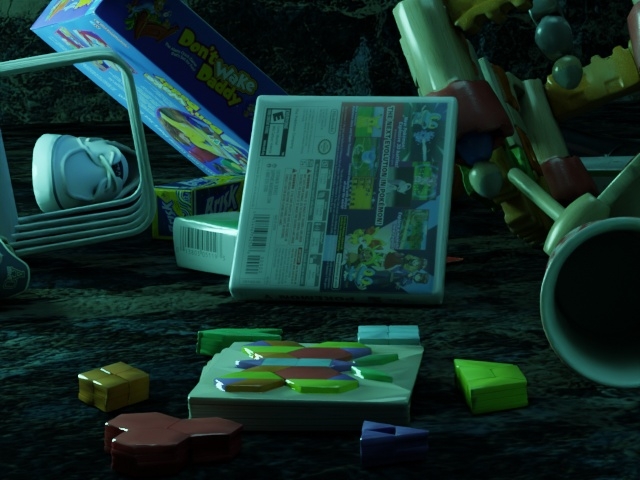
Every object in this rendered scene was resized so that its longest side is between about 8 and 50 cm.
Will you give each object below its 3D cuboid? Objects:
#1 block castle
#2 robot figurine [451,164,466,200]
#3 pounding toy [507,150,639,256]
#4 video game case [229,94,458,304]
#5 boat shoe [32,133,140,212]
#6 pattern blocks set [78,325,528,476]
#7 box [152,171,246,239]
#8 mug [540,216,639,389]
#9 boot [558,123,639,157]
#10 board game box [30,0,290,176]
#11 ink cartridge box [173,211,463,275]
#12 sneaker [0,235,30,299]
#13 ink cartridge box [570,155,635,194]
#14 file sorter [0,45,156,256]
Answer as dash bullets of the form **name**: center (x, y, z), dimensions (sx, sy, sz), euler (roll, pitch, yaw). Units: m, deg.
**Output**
- **block castle**: center (0.279, -0.140, 1.702), dimensions (0.303, 0.212, 0.453), euler (-23, -16, 17)
- **robot figurine**: center (0.101, -0.102, 2.076), dimensions (0.219, 0.128, 0.158), euler (-5, -30, -27)
- **pounding toy**: center (0.272, -0.060, 1.481), dimensions (0.155, 0.154, 0.269), euler (45, 18, 8)
- **video game case**: center (0.023, -0.039, 1.480), dimensions (0.183, 0.201, 0.023), euler (1, -29, 11)
- **boat shoe**: center (-0.282, -0.083, 2.096), dimensions (0.088, 0.096, 0.267), euler (-4, -1, 9)
- **pattern blocks set**: center (-0.011, 0.091, 1.087), dimensions (0.285, 0.026, 0.325), euler (-1, 8, -9)
- **box**: center (-0.120, -0.039, 1.866), dimensions (0.054, 0.059, 0.169), euler (4, 9, 26)
- **mug**: center (0.218, 0.050, 1.194), dimensions (0.113, 0.150, 0.169), euler (-36, 1, 6)
- **boot**: center (0.373, -0.098, 2.138), dimensions (0.247, 0.094, 0.207), euler (2, 2, -27)
- **board game box**: center (-0.149, -0.173, 1.967), dimensions (0.347, 0.078, 0.233), euler (40, -15, -23)
- **ink cartridge box**: center (0.000, 0.000, 1.631), dimensions (0.181, 0.056, 0.225), euler (8, 14, 44)
- **sneaker**: center (-0.309, 0.021, 1.477), dimensions (0.086, 0.064, 0.192), euler (4, 6, -25)
- **ink cartridge box**: center (0.341, -0.062, 1.977), dimensions (0.209, 0.062, 0.109), euler (-1, 10, 17)
- **file sorter**: center (-0.268, -0.098, 1.736), dimensions (0.173, 0.192, 0.277), euler (-10, 9, -6)
